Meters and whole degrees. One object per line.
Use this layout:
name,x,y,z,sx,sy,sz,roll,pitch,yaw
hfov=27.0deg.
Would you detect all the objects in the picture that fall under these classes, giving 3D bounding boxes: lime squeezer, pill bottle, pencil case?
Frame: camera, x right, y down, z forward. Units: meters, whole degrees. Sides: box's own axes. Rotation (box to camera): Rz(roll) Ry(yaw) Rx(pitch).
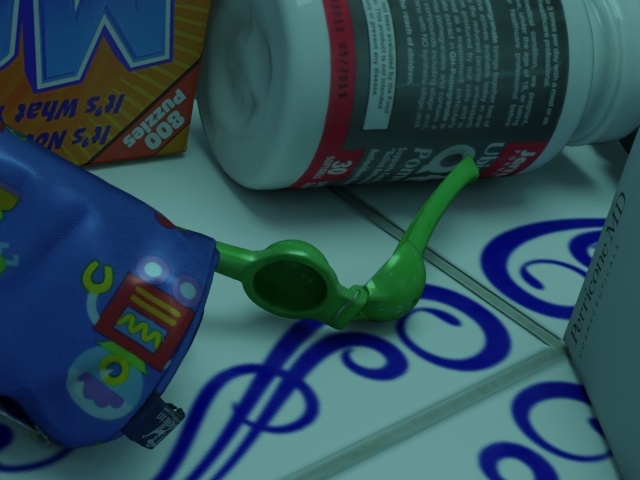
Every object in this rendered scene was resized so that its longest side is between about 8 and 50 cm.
lime squeezer,0.000,0.000,0.802,0.310,0.059,0.110,-6,76,-35
pill bottle,0.083,-0.131,0.969,0.318,0.176,0.176,-5,35,-27
pencil case,-0.197,-0.008,0.638,0.306,0.133,0.119,30,-1,-14

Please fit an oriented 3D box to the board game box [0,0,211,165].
board game box,-0.298,-0.274,0.876,0.356,0.356,0.356,-11,38,-35

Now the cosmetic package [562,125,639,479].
cosmetic package,0.260,0.089,0.663,0.155,0.197,0.365,6,30,-12

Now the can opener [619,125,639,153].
can opener,0.259,-0.110,1.051,0.076,0.095,0.283,-36,26,3
